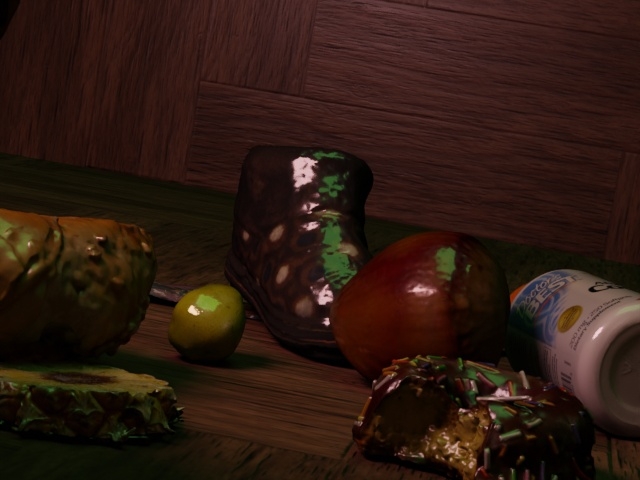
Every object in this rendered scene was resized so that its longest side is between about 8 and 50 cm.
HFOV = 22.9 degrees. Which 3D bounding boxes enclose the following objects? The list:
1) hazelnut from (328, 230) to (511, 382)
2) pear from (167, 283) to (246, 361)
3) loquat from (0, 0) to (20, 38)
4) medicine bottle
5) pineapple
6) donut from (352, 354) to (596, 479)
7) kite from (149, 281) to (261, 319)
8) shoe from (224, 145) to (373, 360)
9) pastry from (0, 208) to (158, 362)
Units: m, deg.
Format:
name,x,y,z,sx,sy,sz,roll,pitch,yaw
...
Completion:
name,x,y,z,sx,sy,sz,roll,pitch,yaw
hazelnut,0.112,0.085,1.793,0.208,0.208,0.208,9,7,-1
pear,-0.124,0.093,1.784,0.092,0.097,0.092,36,-10,7
loquat,-0.377,-0.243,1.180,0.328,0.328,0.328,9,7,-1
medicine bottle,0.313,0.121,1.850,0.157,0.157,0.289,7,7,-19
pineapple,-0.219,0.140,1.446,0.221,0.047,0.221,9,5,-1
donut,0.156,0.171,1.480,0.216,0.096,0.230,4,8,-37
kite,-0.148,0.080,2.162,0.360,0.022,0.204,10,4,7
shoe,0.000,0.000,2.014,0.171,0.237,0.384,5,15,-22
pastry,-0.311,0.051,1.573,0.255,0.162,0.311,2,-5,44
